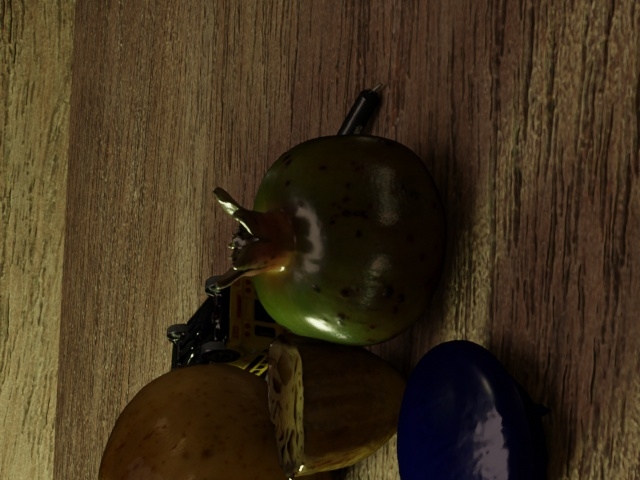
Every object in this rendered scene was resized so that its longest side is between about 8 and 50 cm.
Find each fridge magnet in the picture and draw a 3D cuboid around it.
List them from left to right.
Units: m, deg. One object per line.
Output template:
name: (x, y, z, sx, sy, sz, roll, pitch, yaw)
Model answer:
fridge magnet: (0.173, 0.249, 1.359, 0.265, 0.113, 0.265, -178, 90, -64)

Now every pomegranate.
pomegranate: (-0.139, 0.359, 1.759, 0.410, 0.410, 0.410, -5, 84, 64)
pomegranate: (-0.001, 0.008, 1.498, 0.291, 0.323, 0.290, 168, 90, -72)

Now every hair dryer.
hair dryer: (0.042, -0.142, 1.715, 0.219, 0.071, 0.124, -60, 39, 30)

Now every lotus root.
lotus root: (0.024, 0.222, 1.600, 0.199, 0.180, 0.188, -168, 76, -70)

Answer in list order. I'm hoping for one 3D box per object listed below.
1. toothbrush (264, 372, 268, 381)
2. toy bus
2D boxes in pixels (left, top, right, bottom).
toothbrush: (-0.081, 0.215, 1.991, 0.017, 0.014, 0.162, -114, 38, -53)
toy bus: (-0.166, 0.184, 2.004, 0.331, 0.151, 0.145, 132, 141, -55)
